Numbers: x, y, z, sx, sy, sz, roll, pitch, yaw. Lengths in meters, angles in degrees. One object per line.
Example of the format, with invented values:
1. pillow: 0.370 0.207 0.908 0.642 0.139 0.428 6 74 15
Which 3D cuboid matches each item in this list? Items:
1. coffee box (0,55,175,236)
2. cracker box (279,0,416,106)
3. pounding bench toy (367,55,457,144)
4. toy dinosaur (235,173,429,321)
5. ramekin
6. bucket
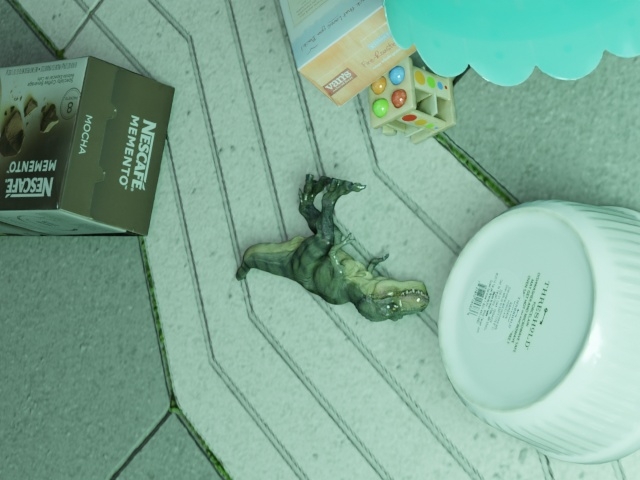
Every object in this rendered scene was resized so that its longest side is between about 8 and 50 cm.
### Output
1. coffee box: -0.303 -0.095 2.135 0.297 0.119 0.168 1 77 48
2. cracker box: 0.038 -0.249 1.794 0.155 0.067 0.232 -35 40 19
3. pounding bench toy: 0.068 -0.120 1.772 0.083 0.065 0.052 -26 59 41
4. toy dinosaur: 0.000 0.000 1.815 0.268 0.064 0.118 14 95 53
5. ramekin: 0.187 0.065 1.544 0.207 0.109 0.207 -18 65 44
6. bucket: 0.167 -0.275 1.569 0.281 0.281 0.183 -39 47 33
